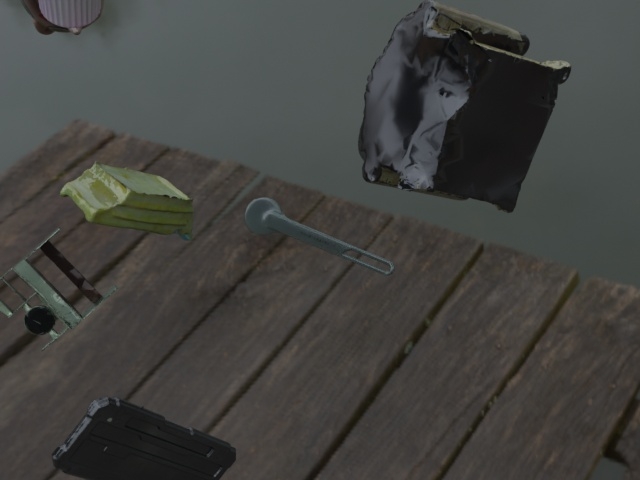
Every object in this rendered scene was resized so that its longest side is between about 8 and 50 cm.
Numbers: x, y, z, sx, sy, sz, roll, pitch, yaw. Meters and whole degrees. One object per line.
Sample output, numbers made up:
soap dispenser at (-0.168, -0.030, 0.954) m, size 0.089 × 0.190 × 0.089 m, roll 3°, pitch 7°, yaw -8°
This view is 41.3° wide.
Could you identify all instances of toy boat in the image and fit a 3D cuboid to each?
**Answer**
toy boat at (-0.286, -0.062, 1.351) m, size 0.111 × 0.276 × 0.084 m, roll 36°, pitch 98°, yaw 24°

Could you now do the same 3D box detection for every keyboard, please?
keyboard at (-0.203, 0.261, 1.029) m, size 0.106 × 0.262 × 0.016 m, roll -51°, pitch 48°, yaw 0°

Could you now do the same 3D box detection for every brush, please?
brush at (0.000, 0.000, 1.378) m, size 0.266 × 0.062 × 0.027 m, roll 23°, pitch 8°, yaw -14°

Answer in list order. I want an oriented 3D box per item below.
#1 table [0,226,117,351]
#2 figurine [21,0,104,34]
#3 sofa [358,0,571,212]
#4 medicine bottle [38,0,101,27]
table at (-0.472, 0.088, 1.479) m, size 0.175 × 0.146 × 0.062 m, roll -43°, pitch 15°, yaw -9°
figurine at (-0.364, -0.346, 1.184) m, size 0.125 × 0.125 × 0.138 m, roll -25°, pitch 16°, yaw -14°
sofa at (0.187, -0.181, 1.176) m, size 0.200 × 0.258 × 0.182 m, roll 9°, pitch 19°, yaw -27°
medicine bottle at (-0.257, -0.310, 0.856) m, size 0.083 × 0.203 × 0.083 m, roll 7°, pitch 56°, yaw -11°
